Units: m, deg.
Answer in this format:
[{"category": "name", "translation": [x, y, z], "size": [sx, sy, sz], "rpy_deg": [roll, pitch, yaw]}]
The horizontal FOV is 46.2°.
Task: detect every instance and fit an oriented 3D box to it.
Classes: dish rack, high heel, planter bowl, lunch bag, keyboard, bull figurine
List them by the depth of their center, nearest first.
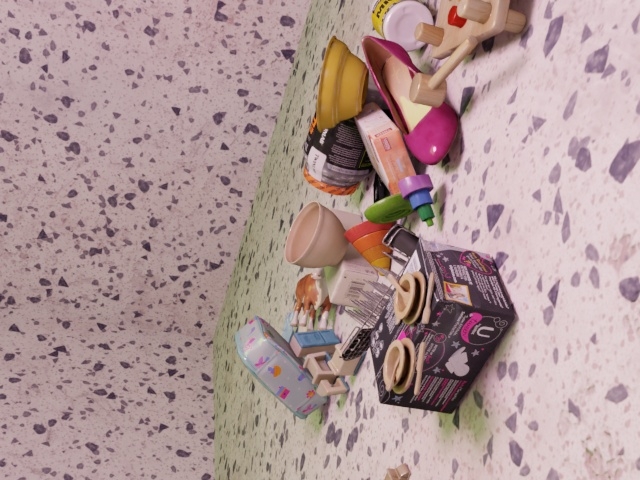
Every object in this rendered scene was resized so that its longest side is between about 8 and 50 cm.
[{"category": "dish rack", "translation": [0.115, 0.107, 1.433], "size": [0.271, 0.074, 0.208], "rpy_deg": [-56, -19, 5]}, {"category": "high heel", "translation": [0.168, -0.297, 1.567], "size": [0.127, 0.181, 0.377], "rpy_deg": [-48, 27, 23]}, {"category": "planter bowl", "translation": [0.058, -0.345, 1.689], "size": [0.217, 0.090, 0.217], "rpy_deg": [10, -90, -83]}, {"category": "planter bowl", "translation": [0.000, 0.000, 1.797], "size": [0.162, 0.109, 0.162], "rpy_deg": [-47, 29, 36]}, {"category": "keyboard", "translation": [0.154, -0.120, 1.826], "size": [0.192, 0.038, 0.100], "rpy_deg": [-87, 6, -52]}, {"category": "lunch bag", "translation": [-0.105, 0.336, 1.991], "size": [0.108, 0.279, 0.224], "rpy_deg": [-42, 19, -1]}, {"category": "bull figurine", "translation": [-0.014, 0.152, 2.073], "size": [0.310, 0.101, 0.188], "rpy_deg": [131, 153, -78]}]

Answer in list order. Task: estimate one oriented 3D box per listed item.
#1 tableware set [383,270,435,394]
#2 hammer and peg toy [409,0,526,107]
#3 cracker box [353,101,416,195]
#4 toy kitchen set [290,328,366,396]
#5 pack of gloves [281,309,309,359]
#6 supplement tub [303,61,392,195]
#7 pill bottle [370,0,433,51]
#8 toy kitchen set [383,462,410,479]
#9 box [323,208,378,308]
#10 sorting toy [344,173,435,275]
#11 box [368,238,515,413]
[{"category": "tableware set", "translation": [0.124, 0.140, 1.174], "size": [0.128, 0.039, 0.194], "rpy_deg": [155, 125, -72]}, {"category": "hammer and peg toy", "translation": [0.283, -0.430, 1.388], "size": [0.266, 0.127, 0.361], "rpy_deg": [-179, 99, -73]}, {"category": "cracker box", "translation": [0.145, -0.205, 1.692], "size": [0.232, 0.067, 0.156], "rpy_deg": [-112, -2, -64]}, {"category": "toy kitchen set", "translation": [0.038, 0.266, 1.871], "size": [0.207, 0.122, 0.166], "rpy_deg": [55, 135, 42]}, {"category": "pack of gloves", "translation": [-0.066, 0.331, 2.311], "size": [0.195, 0.046, 0.232], "rpy_deg": [-7, 75, 62]}, {"category": "supplement tub", "translation": [0.072, -0.286, 1.927], "size": [0.193, 0.193, 0.316], "rpy_deg": [-102, 28, -56]}, {"category": "pill bottle", "translation": [0.190, -0.538, 1.818], "size": [0.208, 0.119, 0.119], "rpy_deg": [-109, 33, -62]}, {"category": "toy kitchen set", "translation": [0.125, 0.458, 1.420], "size": [0.083, 0.075, 0.068], "rpy_deg": [-119, 43, -61]}, {"category": "box", "translation": [0.065, 0.042, 1.902], "size": [0.275, 0.094, 0.113], "rpy_deg": [-99, 26, -53]}, {"category": "sorting toy", "translation": [0.164, -0.017, 1.620], "size": [0.365, 0.127, 0.126], "rpy_deg": [130, 124, -65]}, {"category": "box", "translation": [0.196, 0.147, 1.263], "size": [0.163, 0.142, 0.247], "rpy_deg": [-97, 24, -52]}]
